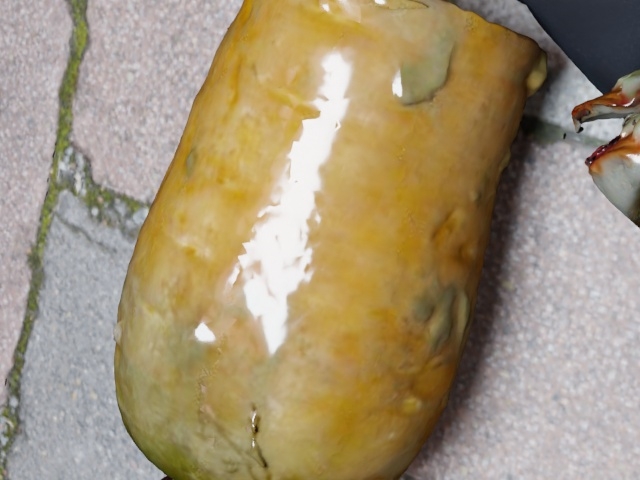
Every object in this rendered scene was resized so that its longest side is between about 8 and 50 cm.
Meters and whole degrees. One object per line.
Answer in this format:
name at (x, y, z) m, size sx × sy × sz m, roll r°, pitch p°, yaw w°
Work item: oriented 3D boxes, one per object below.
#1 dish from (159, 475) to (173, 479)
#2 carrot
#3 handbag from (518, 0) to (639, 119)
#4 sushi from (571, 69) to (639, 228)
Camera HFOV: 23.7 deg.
dish at (-0.059, 0.254, 1.120) m, size 0.191 × 0.066 × 0.190 m, roll 4°, pitch 97°, yaw 35°
carrot at (0.000, 0.000, 0.974) m, size 0.224 × 0.224 × 0.340 m, roll 24°, pitch 98°, yaw 31°
handbag at (0.198, -0.210, 0.877) m, size 0.211 × 0.088 × 0.254 m, roll 42°, pitch 122°, yaw -6°
sushi at (0.301, -0.052, 0.820) m, size 0.332 × 0.124 × 0.130 m, roll -6°, pitch 99°, yaw 36°
